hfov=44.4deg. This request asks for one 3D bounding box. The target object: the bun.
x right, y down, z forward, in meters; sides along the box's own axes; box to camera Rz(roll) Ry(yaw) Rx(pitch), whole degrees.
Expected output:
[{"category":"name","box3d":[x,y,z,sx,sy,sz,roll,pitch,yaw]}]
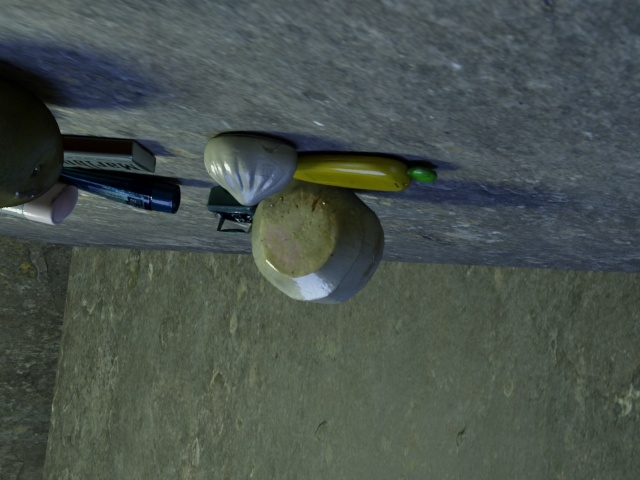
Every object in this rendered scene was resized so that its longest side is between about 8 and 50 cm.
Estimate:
[{"category":"bun","box3d":[-0.102,-0.096,1.122,0.138,0.094,0.138,7,177,0]}]

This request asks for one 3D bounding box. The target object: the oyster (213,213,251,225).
[{"category":"oyster","box3d":[-0.168,-0.055,1.762,0.148,0.051,0.103,20,-174,34]}]

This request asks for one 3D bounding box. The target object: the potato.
[{"category":"potato","box3d":[-0.400,-0.116,0.937,0.174,0.159,0.251,31,166,11]}]

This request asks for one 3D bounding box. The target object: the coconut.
[{"category":"coconut","box3d":[-0.003,-0.002,1.378,0.241,0.241,0.241,5,174,1]}]

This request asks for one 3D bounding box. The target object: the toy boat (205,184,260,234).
[{"category":"toy boat","box3d":[-0.136,-0.056,1.506,0.093,0.103,0.246,3,176,15]}]

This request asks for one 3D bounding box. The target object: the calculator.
[{"category":"calculator","box3d":[0.058,-0.103,1.189,0.235,0.032,0.146,5,175,17]}]

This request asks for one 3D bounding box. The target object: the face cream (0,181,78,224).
[{"category":"face cream","box3d":[-0.608,-0.094,1.500,0.269,0.073,0.107,13,-144,8]}]

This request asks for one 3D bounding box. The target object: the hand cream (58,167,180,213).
[{"category":"hand cream","box3d":[-0.411,-0.105,1.526,0.271,0.061,0.120,11,172,-2]}]

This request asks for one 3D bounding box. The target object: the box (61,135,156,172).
[{"category":"box","box3d":[-0.363,-0.136,1.246,0.178,0.035,0.115,4,175,7]}]
